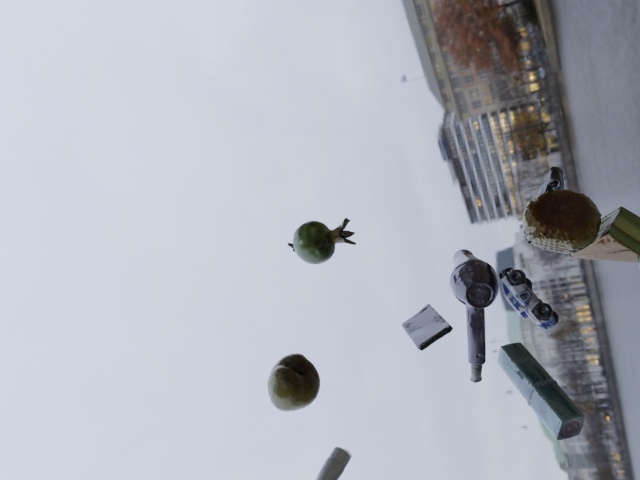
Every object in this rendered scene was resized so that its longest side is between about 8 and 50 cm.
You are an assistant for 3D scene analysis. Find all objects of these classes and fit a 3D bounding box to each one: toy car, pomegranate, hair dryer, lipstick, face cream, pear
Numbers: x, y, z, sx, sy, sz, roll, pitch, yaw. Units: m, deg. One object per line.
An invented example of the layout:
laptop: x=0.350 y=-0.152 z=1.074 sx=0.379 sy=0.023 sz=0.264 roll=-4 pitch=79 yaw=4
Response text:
toy car: x=0.479 y=0.135 z=1.370 sx=0.080 sy=0.070 sz=0.170 roll=33 pitch=-158 yaw=-51
pomegranate: x=0.006 y=-0.011 z=1.956 sx=0.156 sy=0.220 sz=0.156 roll=56 pitch=177 yaw=5
hair dryer: x=0.404 y=0.210 z=1.571 sx=0.301 sy=0.121 sz=0.360 roll=-67 pitch=-26 yaw=-75
lipstick: x=0.564 y=0.380 z=1.525 sx=0.289 sy=0.078 sz=0.076 roll=-117 pitch=22 yaw=-55
face cream: x=0.001 y=0.670 z=1.585 sx=0.243 sy=0.058 sz=0.092 roll=-50 pitch=-13 yaw=-36
pear: x=-0.081 y=0.429 z=1.762 sx=0.167 sy=0.136 sz=0.167 roll=17 pitch=-142 yaw=-14

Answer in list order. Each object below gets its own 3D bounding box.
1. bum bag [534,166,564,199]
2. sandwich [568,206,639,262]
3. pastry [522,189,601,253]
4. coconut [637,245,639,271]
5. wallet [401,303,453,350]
bum bag: x=0.748 y=-0.140 z=1.916 sx=0.142 sy=0.080 sz=0.326 roll=-65 pitch=-18 yaw=-7
sandwich: x=0.807 y=0.016 z=1.601 sx=0.144 sy=0.187 sz=0.117 roll=39 pitch=-115 yaw=5
pastry: x=0.642 y=-0.056 z=1.564 sx=0.182 sy=0.193 sz=0.093 roll=-62 pitch=-30 yaw=-31
coconut: x=0.899 y=0.066 z=1.315 sx=0.282 sy=0.328 sz=0.328 roll=-7 pitch=-95 yaw=-31
wallet: x=0.339 y=0.279 z=1.892 sx=0.025 sy=0.124 sz=0.244 roll=55 pitch=-179 yaw=-12
